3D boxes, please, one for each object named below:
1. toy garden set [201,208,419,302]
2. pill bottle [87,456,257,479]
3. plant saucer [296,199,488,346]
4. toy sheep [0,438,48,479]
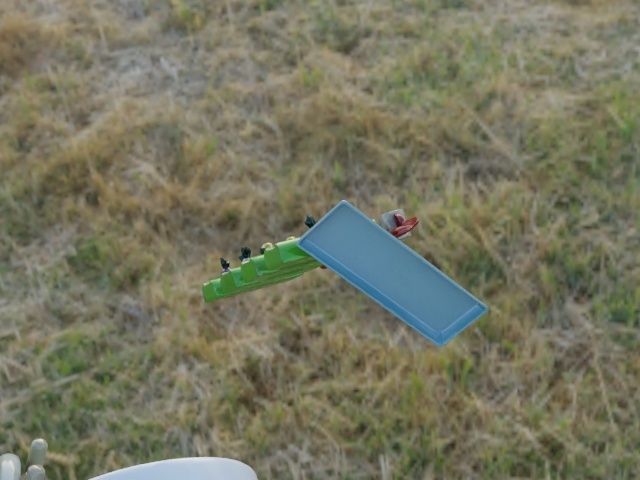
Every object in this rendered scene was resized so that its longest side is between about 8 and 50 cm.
[{"bbox_3d":[0.000,0.000,1.270,0.203,0.244,0.049,-15,84,-26],"label":"toy garden set"},{"bbox_3d":[-0.071,0.307,0.696,0.187,0.188,0.334,-13,62,-6],"label":"pill bottle"},{"bbox_3d":[0.069,0.030,1.136,0.067,0.192,0.018,-42,26,26],"label":"plant saucer"},{"bbox_3d":[-0.201,0.154,0.682,0.132,0.091,0.091,12,39,-12],"label":"toy sheep"}]
